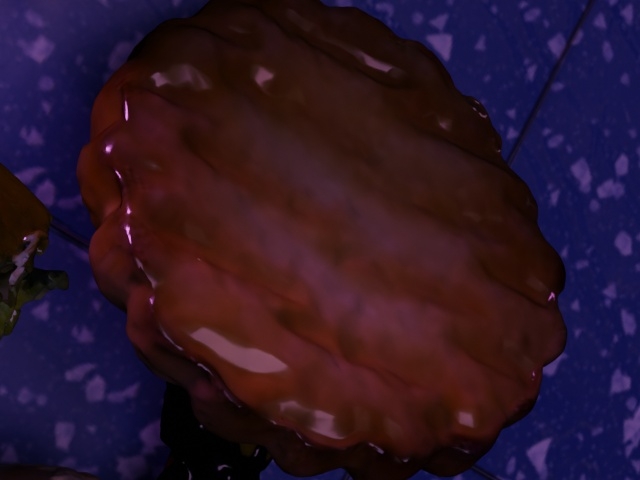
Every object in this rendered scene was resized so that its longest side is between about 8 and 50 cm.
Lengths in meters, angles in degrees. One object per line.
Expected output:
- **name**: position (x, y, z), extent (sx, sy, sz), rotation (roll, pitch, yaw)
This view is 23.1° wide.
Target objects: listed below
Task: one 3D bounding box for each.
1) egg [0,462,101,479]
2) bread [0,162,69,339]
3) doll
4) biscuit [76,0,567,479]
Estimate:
- **egg**: position (-0.199, 0.227, 0.880), extent (0.233, 0.195, 0.195), rotation (-36, 110, -17)
- **bread**: position (-0.320, -0.017, 0.794), extent (0.376, 0.208, 0.251), rotation (43, 72, -20)
- **doll**: position (-0.062, 0.125, 0.997), extent (0.088, 0.127, 0.249), rotation (17, 83, 5)
- **biscuit**: position (0.000, 0.000, 0.947), extent (0.325, 0.107, 0.326), rotation (18, 52, -25)
